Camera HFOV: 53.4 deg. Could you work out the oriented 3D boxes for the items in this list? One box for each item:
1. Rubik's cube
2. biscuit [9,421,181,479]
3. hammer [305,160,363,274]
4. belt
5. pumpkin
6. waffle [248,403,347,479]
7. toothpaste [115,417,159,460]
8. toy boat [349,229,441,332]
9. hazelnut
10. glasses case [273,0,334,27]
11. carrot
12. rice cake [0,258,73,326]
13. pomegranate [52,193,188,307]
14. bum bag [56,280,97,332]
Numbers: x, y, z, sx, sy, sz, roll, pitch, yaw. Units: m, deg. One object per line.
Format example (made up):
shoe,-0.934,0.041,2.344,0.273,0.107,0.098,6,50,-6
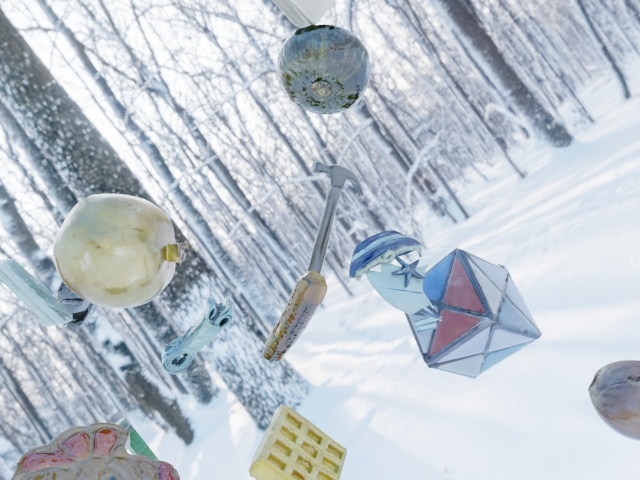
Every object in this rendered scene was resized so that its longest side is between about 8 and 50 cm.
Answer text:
Rubik's cube,0.494,0.249,2.107,0.310,0.307,0.305,22,-54,-41
biscuit,-0.488,0.565,1.355,0.381,0.359,0.074,-15,-31,-23
hammer,0.000,0.000,1.825,0.044,0.168,0.440,30,106,64
belt,-0.366,0.279,1.881,0.302,0.087,0.072,-47,23,19
pumpkin,0.009,-0.394,1.465,0.223,0.223,0.157,-37,32,45
waffle,-0.049,0.549,1.596,0.055,0.221,0.248,-52,4,24
toothpaste,-0.549,0.607,1.890,0.037,0.178,0.043,-14,23,46
toy boat,0.219,0.089,1.656,0.210,0.291,0.070,-47,-14,-25
hazelnut,0.798,0.398,1.616,0.181,0.181,0.212,-38,20,41
glasses case,0.016,-0.676,1.512,0.336,0.144,0.076,-55,35,-10
carrot,-0.060,0.169,1.373,0.070,0.070,0.260,-34,-21,-51
rice cake,-0.716,0.129,1.574,0.085,0.226,0.040,-16,31,36
pomegranate,-0.490,0.027,1.589,0.319,0.319,0.319,-35,-1,-1
bum bag,-0.766,0.191,2.017,0.142,0.079,0.326,-57,-10,-32
